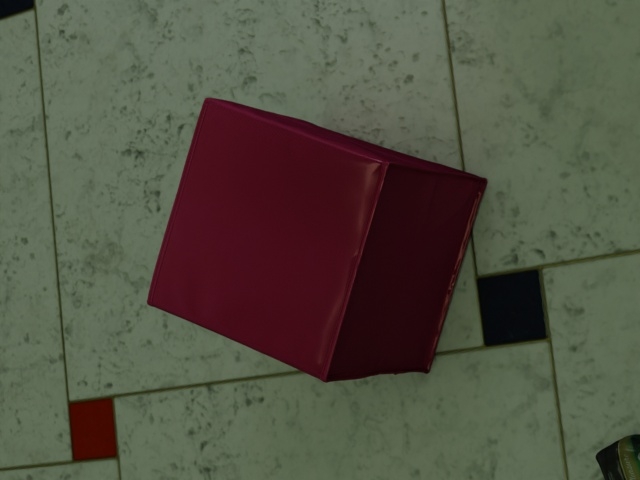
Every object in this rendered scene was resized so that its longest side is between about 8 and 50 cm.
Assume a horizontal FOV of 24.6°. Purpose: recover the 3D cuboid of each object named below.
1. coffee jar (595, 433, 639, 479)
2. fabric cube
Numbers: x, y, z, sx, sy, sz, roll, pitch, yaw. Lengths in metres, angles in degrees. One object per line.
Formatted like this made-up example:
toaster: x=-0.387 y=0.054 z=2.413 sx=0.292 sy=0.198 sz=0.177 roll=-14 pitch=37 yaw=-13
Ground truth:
coffee jar: x=0.387 y=0.235 z=1.545 sx=0.184 sy=0.079 sz=0.096 roll=-24 pitch=78 yaw=29
fabric cube: x=0.000 y=0.000 z=1.706 sx=0.258 sy=0.259 sz=0.254 roll=19 pitch=97 yaw=30
